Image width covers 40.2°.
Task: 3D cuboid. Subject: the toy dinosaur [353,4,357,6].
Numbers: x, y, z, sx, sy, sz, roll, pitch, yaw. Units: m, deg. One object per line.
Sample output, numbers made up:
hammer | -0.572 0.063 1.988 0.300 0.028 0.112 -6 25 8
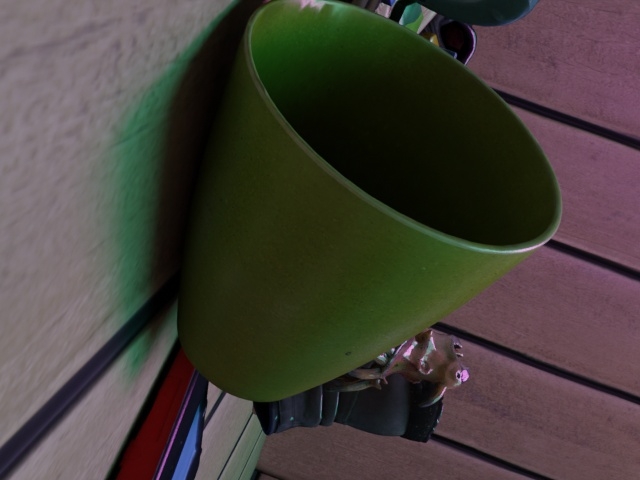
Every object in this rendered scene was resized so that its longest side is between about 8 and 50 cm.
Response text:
toy dinosaur | -0.003 -0.147 0.958 0.064 0.118 0.268 -16 -145 40

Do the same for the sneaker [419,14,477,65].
sneaker | 0.194 -0.390 1.650 0.483 0.202 0.185 -65 174 -53

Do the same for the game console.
game console | -0.190 0.318 0.954 0.386 0.060 0.342 106 6 -53

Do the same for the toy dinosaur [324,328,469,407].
toy dinosaur | -0.006 0.092 0.939 0.127 0.296 0.200 48 33 -60

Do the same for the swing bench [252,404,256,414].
swing bench | -0.021 0.119 1.452 0.253 0.165 0.254 -63 149 -55

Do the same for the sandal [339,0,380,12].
sandal | 0.063 -0.348 0.981 0.303 0.086 0.120 131 -22 -57

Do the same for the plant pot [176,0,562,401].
plant pot | 0.000 0.000 0.735 0.293 0.275 0.275 -54 -174 36

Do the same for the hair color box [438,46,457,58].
hair color box | 0.082 -0.187 1.329 0.347 0.174 0.105 96 14 -74

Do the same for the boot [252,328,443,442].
boot | 0.028 0.088 1.092 0.338 0.223 0.118 -90 -169 -46

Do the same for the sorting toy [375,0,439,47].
sorting toy | 0.148 -0.356 1.312 0.229 0.041 0.307 -54 150 -19

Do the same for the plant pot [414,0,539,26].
plant pot | 0.135 -0.295 0.582 0.255 0.272 0.271 -54 174 -8
